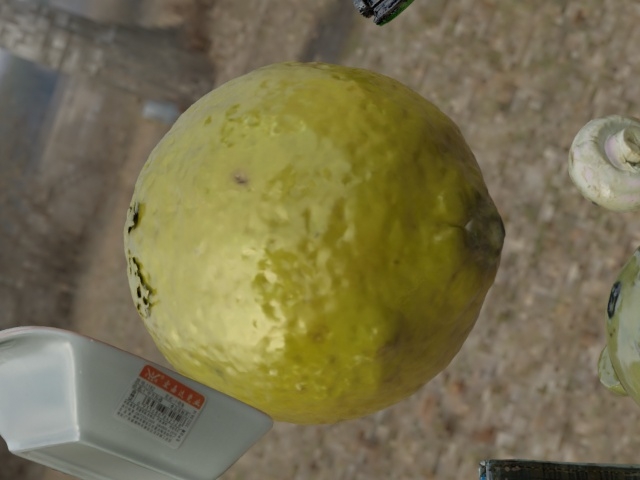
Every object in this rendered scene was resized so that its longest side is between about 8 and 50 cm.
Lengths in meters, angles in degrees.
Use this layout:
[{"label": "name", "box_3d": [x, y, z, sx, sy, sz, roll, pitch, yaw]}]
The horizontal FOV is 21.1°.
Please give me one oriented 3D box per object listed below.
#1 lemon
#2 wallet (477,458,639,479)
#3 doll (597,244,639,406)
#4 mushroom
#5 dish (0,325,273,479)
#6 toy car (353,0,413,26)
[{"label": "lemon", "box_3d": [0.000, 0.000, 1.643, 0.387, 0.350, 0.350, -10, 53, 34]}, {"label": "wallet", "box_3d": [0.208, 0.309, 1.271, 0.044, 0.169, 0.317, 103, 167, -55]}, {"label": "doll", "box_3d": [0.314, 0.025, 1.240, 0.260, 0.161, 0.177, -54, 30, -1]}, {"label": "mushroom", "box_3d": [0.237, -0.062, 1.348, 0.067, 0.083, 0.083, 119, 165, -55]}, {"label": "dish", "box_3d": [-0.166, 0.129, 1.229, 0.154, 0.234, 0.064, -15, 55, 46]}, {"label": "toy car", "box_3d": [0.064, -0.284, 1.721, 0.071, 0.062, 0.165, -40, 45, 29]}]
